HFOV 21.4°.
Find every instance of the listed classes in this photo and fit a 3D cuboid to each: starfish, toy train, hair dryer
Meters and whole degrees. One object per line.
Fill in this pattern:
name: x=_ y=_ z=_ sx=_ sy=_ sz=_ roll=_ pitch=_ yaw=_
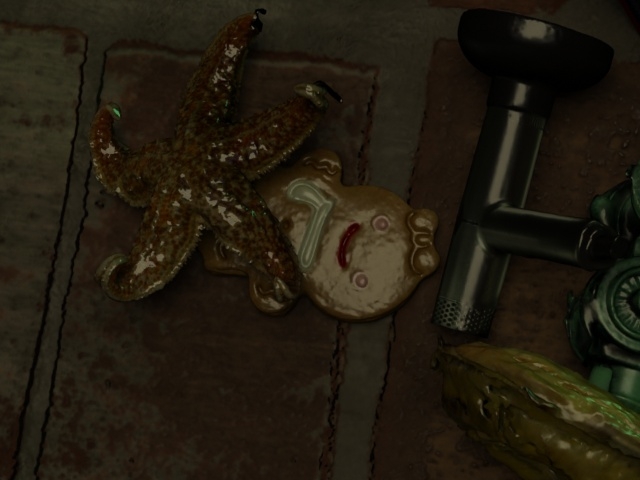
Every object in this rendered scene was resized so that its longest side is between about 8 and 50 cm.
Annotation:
starfish: x=-0.104 y=-0.073 z=1.703 sx=0.303 sy=0.113 sz=0.312 roll=-29 pitch=62 yaw=15
toy train: x=0.366 y=0.041 z=1.615 sx=0.238 sy=0.167 sz=0.299 roll=20 pitch=77 yaw=2
hair dryer: x=0.233 y=-0.063 z=1.621 sx=0.284 sy=0.155 sz=0.320 roll=0 pitch=78 yaw=50

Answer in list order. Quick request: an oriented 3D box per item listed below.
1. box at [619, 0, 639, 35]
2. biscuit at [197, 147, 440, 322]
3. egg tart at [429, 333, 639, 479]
box: x=0.455 y=-0.312 z=1.552 sx=0.318 sy=0.257 sz=0.349 roll=-43 pitch=39 yaw=-1
biscuit: x=0.000 y=-0.001 z=1.739 sx=0.248 sy=0.035 sz=0.184 roll=20 pitch=82 yaw=11
egg tart: x=0.216 y=0.180 z=1.549 sx=0.279 sy=0.279 sz=0.095 roll=26 pitch=81 yaw=13
